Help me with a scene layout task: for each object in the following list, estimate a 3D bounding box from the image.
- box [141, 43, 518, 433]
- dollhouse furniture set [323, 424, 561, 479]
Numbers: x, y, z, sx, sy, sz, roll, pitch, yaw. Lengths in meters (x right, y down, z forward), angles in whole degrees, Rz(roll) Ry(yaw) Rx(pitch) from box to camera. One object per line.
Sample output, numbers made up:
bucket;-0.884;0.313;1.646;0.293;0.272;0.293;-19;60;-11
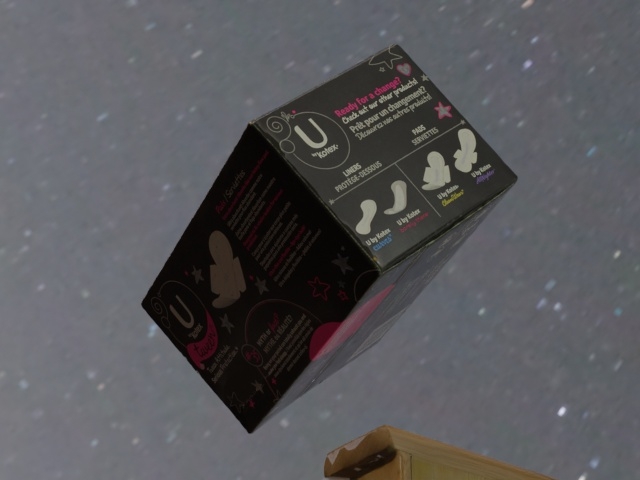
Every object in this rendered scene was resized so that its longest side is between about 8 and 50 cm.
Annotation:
box;0.000;0.000;1.220;0.142;0.163;0.247;49;-39;10
dollhouse furniture set;-0.012;0.324;1.131;0.362;0.257;0.394;21;-36;-31
